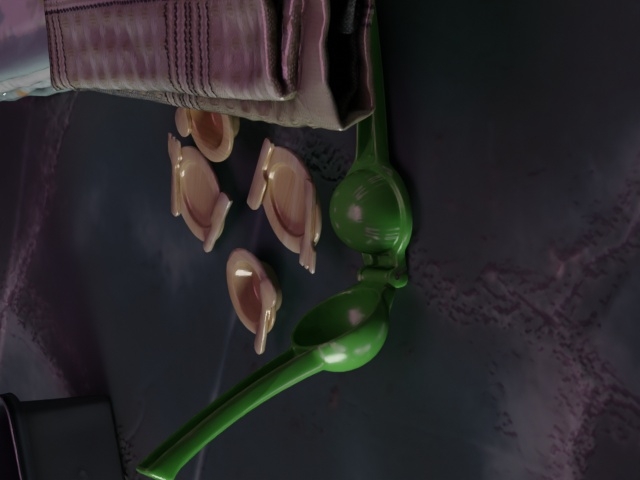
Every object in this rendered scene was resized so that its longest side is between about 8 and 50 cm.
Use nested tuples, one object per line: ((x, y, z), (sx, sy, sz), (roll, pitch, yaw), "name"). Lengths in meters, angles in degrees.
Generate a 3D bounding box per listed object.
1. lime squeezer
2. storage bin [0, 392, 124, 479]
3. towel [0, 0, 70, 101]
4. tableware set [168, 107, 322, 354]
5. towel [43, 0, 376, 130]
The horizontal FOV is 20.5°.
((0.000, 0.000, 0.974), (0.059, 0.110, 0.310), (-11, 56, 68), "lime squeezer")
((-0.194, 0.171, 1.252), (0.098, 0.091, 0.135), (-17, 81, 52), "storage bin")
((-0.151, -0.264, 1.132), (0.374, 0.090, 0.320), (-7, 88, 52), "towel")
((-0.052, -0.024, 1.075), (0.168, 0.020, 0.141), (51, 145, 33), "tableware set")
((-0.077, -0.219, 0.903), (0.324, 0.056, 0.312), (12, 104, 56), "towel")
